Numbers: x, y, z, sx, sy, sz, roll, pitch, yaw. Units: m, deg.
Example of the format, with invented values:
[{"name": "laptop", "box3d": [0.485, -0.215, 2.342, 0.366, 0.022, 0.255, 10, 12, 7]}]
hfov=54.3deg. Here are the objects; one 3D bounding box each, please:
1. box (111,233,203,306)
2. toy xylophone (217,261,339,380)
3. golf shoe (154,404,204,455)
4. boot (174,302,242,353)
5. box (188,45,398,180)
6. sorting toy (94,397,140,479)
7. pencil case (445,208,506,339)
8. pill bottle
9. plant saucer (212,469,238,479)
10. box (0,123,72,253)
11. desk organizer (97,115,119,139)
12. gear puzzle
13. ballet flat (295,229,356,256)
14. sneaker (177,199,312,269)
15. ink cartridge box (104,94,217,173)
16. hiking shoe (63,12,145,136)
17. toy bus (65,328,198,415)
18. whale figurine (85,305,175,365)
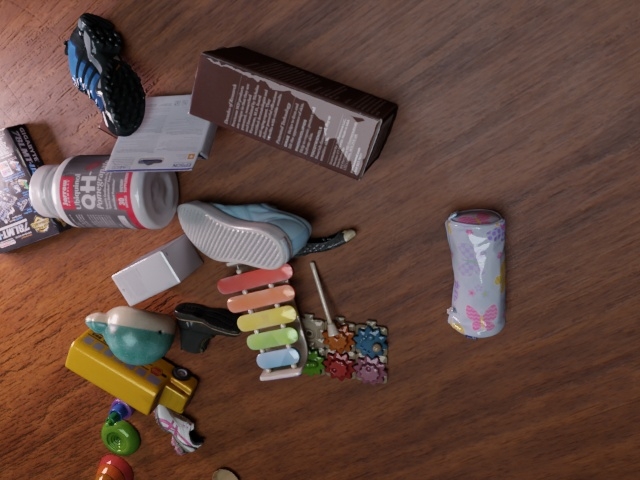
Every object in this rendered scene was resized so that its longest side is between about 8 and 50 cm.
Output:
[{"name": "box", "box3d": [-0.403, 0.073, 1.553, 0.170, 0.130, 0.091, -24, 101, 24]}, {"name": "toy xylophone", "box3d": [-0.098, 0.168, 1.504, 0.236, 0.081, 0.323, -23, 92, 22]}, {"name": "golf shoe", "box3d": [-0.401, 0.518, 1.765, 0.086, 0.067, 0.186, -25, 109, 7]}, {"name": "boot", "box3d": [-0.285, 0.247, 1.623, 0.198, 0.077, 0.137, 15, 119, 26]}, {"name": "box", "box3d": [-0.052, -0.269, 1.280, 0.381, 0.191, 0.143, 24, 115, 8]}, {"name": "sorting toy", "box3d": [-0.621, 0.630, 1.839, 0.127, 0.126, 0.365, 21, 116, 9]}, {"name": "pencil case", "box3d": [0.333, 0.069, 1.335, 0.124, 0.113, 0.273, 10, 115, 35]}, {"name": "pill bottle", "box3d": [-0.518, -0.117, 1.489, 0.318, 0.176, 0.176, 1, 111, 17]}, {"name": "plant saucer", "box3d": [-0.273, 0.697, 1.817, 0.083, 0.015, 0.083, 6, 113, 15]}, {"name": "box", "box3d": [-0.841, -0.121, 1.646, 0.295, 0.073, 0.293, -16, 105, 22]}, {"name": "desk organizer", "box3d": [-0.458, -0.262, 1.488, 0.130, 0.047, 0.050, 29, 113, 4]}, {"name": "gear puzzle", "box3d": [0.000, 0.270, 1.552, 0.339, 0.044, 0.175, 4, 112, 16]}, {"name": "ballet flat", "box3d": [0.000, 0.000, 1.441, 0.173, 0.057, 0.049, -14, 101, 21]}, {"name": "sneaker", "box3d": [-0.175, -0.029, 1.457, 0.366, 0.150, 0.135, 19, 126, 34]}, {"name": "ink cartridge box", "box3d": [-0.343, -0.227, 1.382, 0.223, 0.224, 0.045, 1, 148, 17]}, {"name": "hiking shoe", "box3d": [-0.487, -0.353, 1.406, 0.132, 0.113, 0.304, -32, 71, 35]}, {"name": "toy bus", "box3d": [-0.508, 0.362, 1.696, 0.332, 0.130, 0.108, 29, 116, 5]}, {"name": "whale figurine", "box3d": [-0.500, 0.245, 1.612, 0.272, 0.216, 0.141, -1, 75, 37]}]
